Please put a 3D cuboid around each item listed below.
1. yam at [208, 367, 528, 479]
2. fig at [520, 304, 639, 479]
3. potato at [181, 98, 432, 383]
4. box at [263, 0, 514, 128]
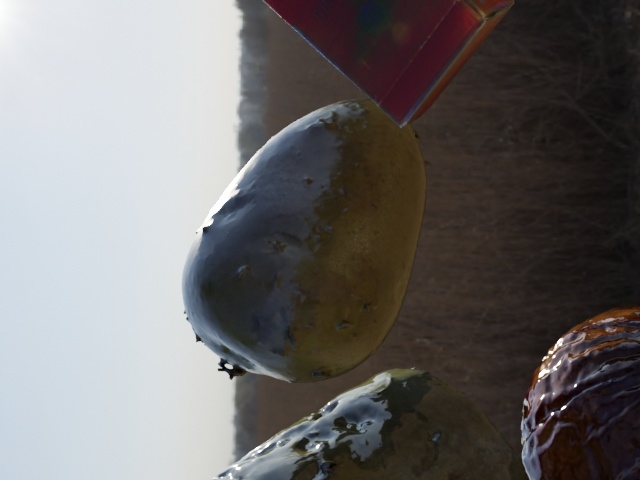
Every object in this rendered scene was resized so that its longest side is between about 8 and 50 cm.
[{"bbox_3d":[-0.008,0.140,0.359,0.107,0.194,0.107,30,133,39],"label":"yam"},{"bbox_3d":[0.193,0.076,0.390,0.134,0.146,0.201,-30,-18,-46],"label":"fig"},{"bbox_3d":[-0.011,-0.005,0.977,0.219,0.270,0.359,49,-127,-37],"label":"potato"},{"bbox_3d":[0.032,-0.178,0.583,0.048,0.175,0.112,-42,-6,-44],"label":"box"}]
